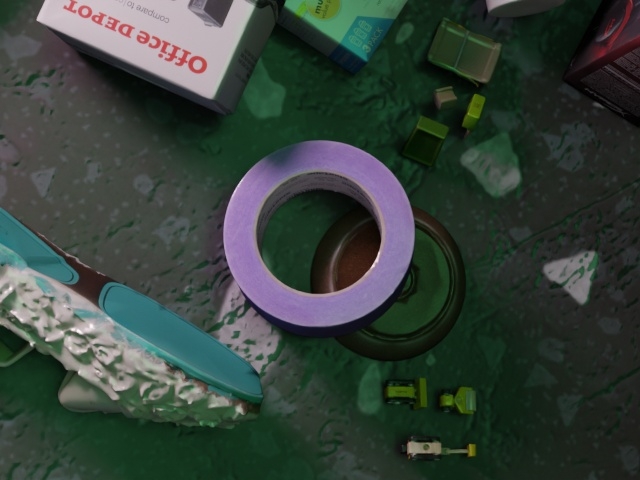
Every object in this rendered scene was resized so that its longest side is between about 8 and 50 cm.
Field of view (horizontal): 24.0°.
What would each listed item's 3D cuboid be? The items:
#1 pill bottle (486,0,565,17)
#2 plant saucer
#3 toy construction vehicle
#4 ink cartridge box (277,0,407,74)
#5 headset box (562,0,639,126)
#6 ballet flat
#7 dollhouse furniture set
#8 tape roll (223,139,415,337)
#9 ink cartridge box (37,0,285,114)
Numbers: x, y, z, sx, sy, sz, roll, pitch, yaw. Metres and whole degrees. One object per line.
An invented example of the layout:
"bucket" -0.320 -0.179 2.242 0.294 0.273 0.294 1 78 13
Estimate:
"pill bottle" 0.201 -0.350 1.591 0.117 0.117 0.215 -7 85 -12
"plant saucer" 0.075 0.041 1.567 0.168 0.029 0.168 1 84 -13
"toy construction vehicle" 0.113 0.186 1.560 0.098 0.035 0.086 1 73 -14
"ink cartridge box" -0.006 -0.269 1.566 0.181 0.061 0.104 33 79 -6
"headset box" 0.386 -0.256 1.529 0.110 0.293 0.218 30 80 -7
"ballet flat" -0.250 0.082 1.461 0.409 0.147 0.147 34 78 -3
"dollhouse furniture set" 0.136 -0.155 1.604 0.076 0.058 0.151 22 60 -1
"tape roll" 0.000 0.000 1.507 0.189 0.080 0.189 -1 79 3
"ink cartridge box" -0.126 -0.286 1.473 0.197 0.114 0.273 24 92 7
